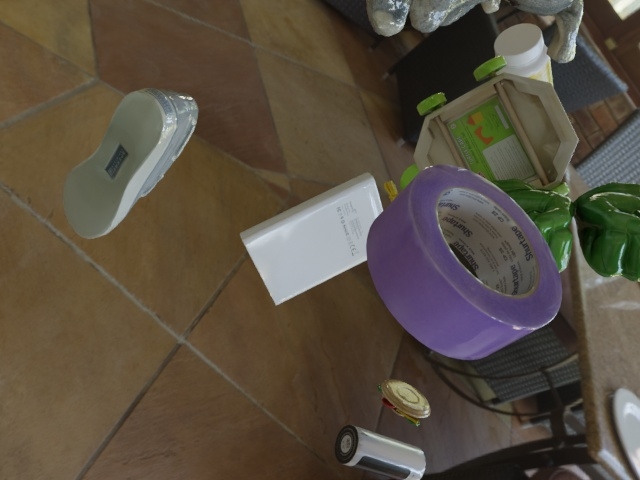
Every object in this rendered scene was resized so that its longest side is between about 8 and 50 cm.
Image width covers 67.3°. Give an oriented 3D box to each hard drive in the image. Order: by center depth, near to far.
[{"bbox_3d":[0.000,0.000,1.232,0.047,0.352,0.233,55,-11,53],"label":"hard drive"}]

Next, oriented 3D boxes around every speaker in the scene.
[{"bbox_3d":[0.090,0.316,0.711,0.136,0.055,0.055,29,46,-26],"label":"speaker"}]

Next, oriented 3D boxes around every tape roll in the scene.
[{"bbox_3d":[0.147,0.019,0.496,0.188,0.080,0.189,17,49,-21],"label":"tape roll"}]

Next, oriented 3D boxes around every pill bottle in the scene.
[{"bbox_3d":[0.476,-0.388,1.127,0.208,0.119,0.119,48,32,-49],"label":"pill bottle"}]

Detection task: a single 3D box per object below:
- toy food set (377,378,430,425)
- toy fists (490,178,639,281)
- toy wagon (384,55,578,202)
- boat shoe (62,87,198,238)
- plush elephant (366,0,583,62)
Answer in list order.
[{"bbox_3d":[0.123,0.236,0.713,0.083,0.020,0.082,31,15,21],"label":"toy food set"},{"bbox_3d":[0.335,-0.018,0.638,0.278,0.096,0.142,3,40,7],"label":"toy fists"},{"bbox_3d":[0.280,-0.157,0.902,0.068,0.344,0.268,-26,90,-58],"label":"toy wagon"},{"bbox_3d":[-0.210,-0.080,0.542,0.079,0.227,0.081,53,33,3],"label":"boat shoe"},{"bbox_3d":[0.165,-0.303,0.474,0.272,0.329,0.256,52,26,-54],"label":"plush elephant"}]
